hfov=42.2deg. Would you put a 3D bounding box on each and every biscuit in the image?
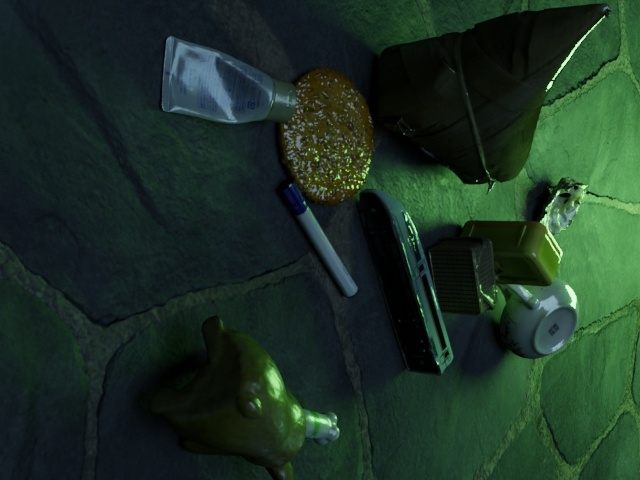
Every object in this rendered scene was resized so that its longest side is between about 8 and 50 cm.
[{"bbox_3d":[0.018,-0.187,1.495,0.254,0.035,0.254,0,91,-48],"label":"biscuit"}]

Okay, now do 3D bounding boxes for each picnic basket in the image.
[{"bbox_3d":[0.303,0.074,1.757,0.079,0.115,0.164,-25,109,-48],"label":"picnic basket"}]

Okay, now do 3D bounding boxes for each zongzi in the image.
[{"bbox_3d":[0.417,-0.248,1.620,0.500,0.467,0.218,27,65,-46],"label":"zongzi"}]

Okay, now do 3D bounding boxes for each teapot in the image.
[{"bbox_3d":[0.507,0.166,1.973,0.208,0.166,0.299,-38,119,7],"label":"teapot"}]

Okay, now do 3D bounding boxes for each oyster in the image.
[{"bbox_3d":[0.613,-0.094,2.144,0.209,0.072,0.133,-52,136,-9],"label":"oyster"}]

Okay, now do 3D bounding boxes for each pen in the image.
[{"bbox_3d":[-0.001,0.000,1.480,0.033,0.033,0.269,-54,128,-33],"label":"pen"}]

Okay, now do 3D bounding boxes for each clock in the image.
[{"bbox_3d":[0.409,0.026,1.809,0.143,0.202,0.096,45,59,-40],"label":"clock"}]

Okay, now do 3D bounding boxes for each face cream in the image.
[{"bbox_3d":[-0.147,-0.239,1.304,0.224,0.070,0.114,6,85,-36],"label":"face cream"}]

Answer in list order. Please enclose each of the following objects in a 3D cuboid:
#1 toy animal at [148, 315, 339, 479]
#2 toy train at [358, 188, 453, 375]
[{"bbox_3d":[-0.107,0.272,1.282,0.181,0.180,0.363,-60,153,-20],"label":"toy animal"},{"bbox_3d":[0.171,0.070,1.631,0.088,0.086,0.407,-36,117,-41],"label":"toy train"}]
